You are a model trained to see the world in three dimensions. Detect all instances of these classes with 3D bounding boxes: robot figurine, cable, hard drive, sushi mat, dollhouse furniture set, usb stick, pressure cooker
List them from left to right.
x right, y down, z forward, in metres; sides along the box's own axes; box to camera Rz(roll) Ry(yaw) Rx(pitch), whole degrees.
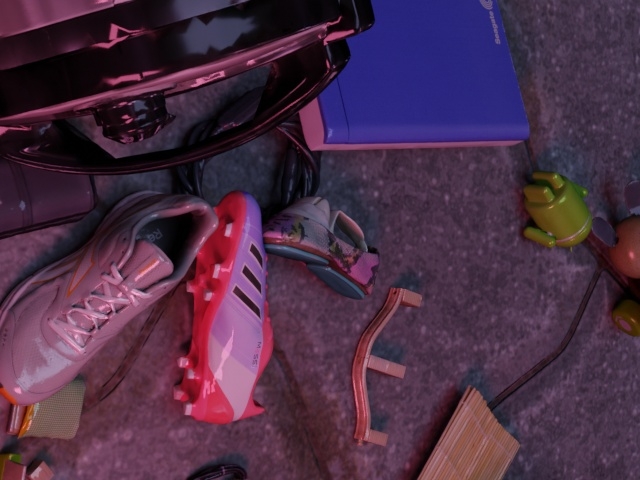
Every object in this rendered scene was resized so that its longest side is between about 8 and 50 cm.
[{"bbox_3d":[-0.321,-0.029,1.120,0.278,0.045,0.077,-16,101,-39],"label":"usb stick"},{"bbox_3d":[-0.250,0.198,1.185,0.076,0.058,0.152,13,84,-41],"label":"dollhouse furniture set"},{"bbox_3d":[-0.171,-0.260,1.027,0.375,0.370,0.420,-25,105,-34],"label":"pressure cooker"},{"bbox_3d":[-0.076,-0.067,1.339,0.184,0.047,0.150,-46,127,-27],"label":"cable"},{"bbox_3d":[0.095,-0.207,1.442,0.318,0.040,0.210,-5,78,-41],"label":"hard drive"},{"bbox_3d":[0.140,0.340,1.548,0.316,0.019,0.151,-57,135,-23],"label":"sushi mat"},{"bbox_3d":[0.306,-0.038,1.653,0.115,0.067,0.101,50,63,-31],"label":"robot figurine"}]

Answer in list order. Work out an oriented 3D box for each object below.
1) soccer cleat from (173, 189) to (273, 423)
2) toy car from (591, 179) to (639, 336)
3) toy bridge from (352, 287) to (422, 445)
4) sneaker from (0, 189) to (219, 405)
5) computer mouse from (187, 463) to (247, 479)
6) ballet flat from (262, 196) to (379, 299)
[{"bbox_3d":[-0.083,0.068,1.278,0.095,0.083,0.248,3,109,-27],"label":"soccer cleat"},{"bbox_3d":[0.449,0.015,1.744,0.155,0.149,0.188,-44,108,-19],"label":"toy car"},{"bbox_3d":[0.068,0.144,1.482,0.063,0.026,0.188,22,78,-37],"label":"toy bridge"},{"bbox_3d":[-0.196,0.042,1.175,0.099,0.121,0.262,49,60,-19],"label":"sneaker"},{"bbox_3d":[-0.153,0.309,1.288,0.242,0.041,0.071,-44,118,-32],"label":"computer mouse"},{"bbox_3d":[0.000,0.000,1.361,0.221,0.077,0.079,31,72,-56],"label":"ballet flat"}]
